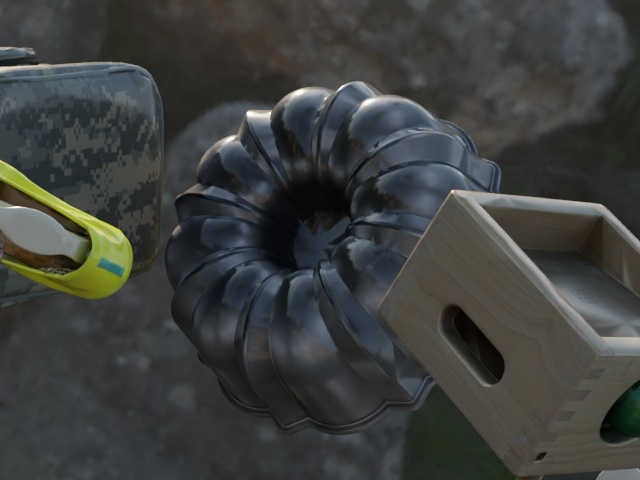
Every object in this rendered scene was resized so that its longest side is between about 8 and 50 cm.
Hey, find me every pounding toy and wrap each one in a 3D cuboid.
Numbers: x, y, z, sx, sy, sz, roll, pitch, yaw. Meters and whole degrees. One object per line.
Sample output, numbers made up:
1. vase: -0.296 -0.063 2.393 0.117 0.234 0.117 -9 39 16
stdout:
1. pounding toy: 0.102 0.061 0.772 0.130 0.100 0.141 3 37 -43

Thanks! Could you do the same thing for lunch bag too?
1. lunch bag: -0.323 -0.063 1.553 0.256 0.213 0.305 5 11 31

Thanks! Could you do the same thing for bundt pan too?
1. bundt pan: 0.000 0.000 1.541 0.331 0.331 0.124 45 1 37

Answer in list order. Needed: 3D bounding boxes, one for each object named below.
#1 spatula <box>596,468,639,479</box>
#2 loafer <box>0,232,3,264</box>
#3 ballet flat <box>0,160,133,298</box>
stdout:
1. spatula: 0.253 0.287 1.488 0.242 0.168 0.019 46 23 -29
2. loafer: -0.265 -0.071 0.911 0.130 0.134 0.366 1 -38 30
3. ballet flat: -0.246 -0.022 1.292 0.231 0.077 0.077 23 -1 16
